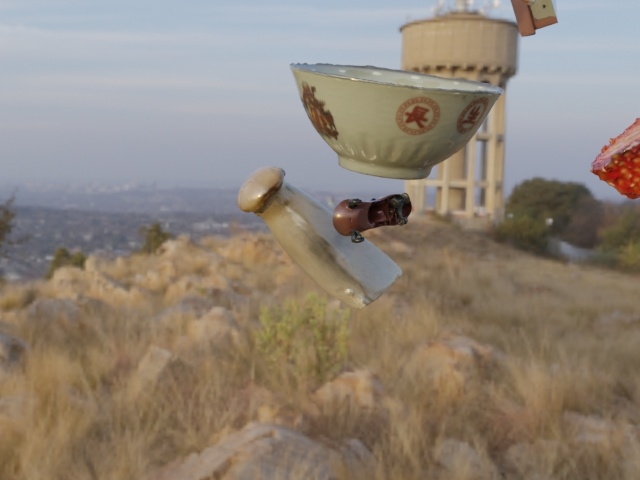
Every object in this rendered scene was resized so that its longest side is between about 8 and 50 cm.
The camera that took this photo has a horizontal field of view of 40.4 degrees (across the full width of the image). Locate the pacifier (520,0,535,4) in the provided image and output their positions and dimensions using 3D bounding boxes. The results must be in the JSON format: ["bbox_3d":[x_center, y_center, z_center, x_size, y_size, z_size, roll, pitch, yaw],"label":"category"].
[{"bbox_3d":[0.333,-0.416,1.396,0.083,0.064,0.068,14,18,-22],"label":"pacifier"}]

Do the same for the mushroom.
[{"bbox_3d":[-0.002,0.009,1.827,0.407,0.154,0.137,38,-29,-18],"label":"mushroom"}]

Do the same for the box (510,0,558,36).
[{"bbox_3d":[0.470,-0.601,1.971,0.086,0.215,0.215,-14,27,21],"label":"box"}]

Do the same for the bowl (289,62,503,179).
[{"bbox_3d":[0.109,-0.186,1.377,0.337,0.157,0.337,7,14,-2],"label":"bowl"}]

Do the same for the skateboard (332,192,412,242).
[{"bbox_3d":[0.077,-0.041,1.342,0.151,0.067,0.080,-13,13,-42],"label":"skateboard"}]

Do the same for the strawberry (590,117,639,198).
[{"bbox_3d":[0.422,-0.136,0.889,0.286,0.106,0.188,-43,1,27],"label":"strawberry"}]
